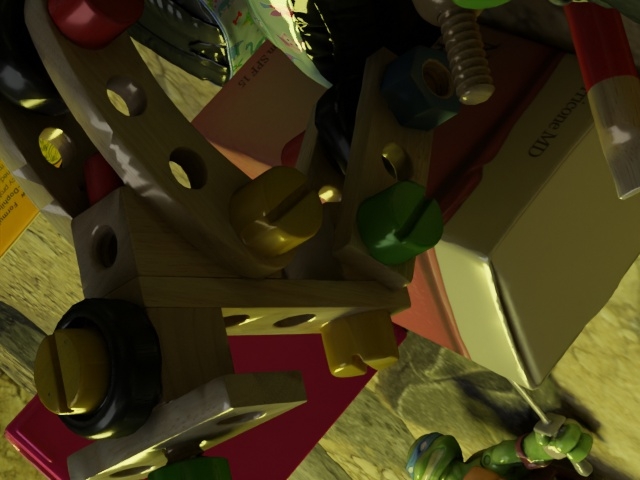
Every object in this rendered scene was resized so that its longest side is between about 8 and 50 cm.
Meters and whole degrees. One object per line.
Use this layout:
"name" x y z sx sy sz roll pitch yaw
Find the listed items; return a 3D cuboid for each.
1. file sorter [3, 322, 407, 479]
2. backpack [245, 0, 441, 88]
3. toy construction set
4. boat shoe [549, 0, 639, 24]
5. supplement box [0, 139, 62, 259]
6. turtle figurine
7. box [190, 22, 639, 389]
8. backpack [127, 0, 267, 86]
"file sorter" -0.113 0.129 1.380 0.202 0.291 0.182 44 162 -6
"backpack" 0.014 -0.162 0.803 0.115 0.152 0.182 54 170 29
"toy construction set" 0.000 0.000 0.698 0.257 0.308 0.237 35 -141 -59
"boat shoe" 0.052 -0.248 0.486 0.156 0.187 0.500 10 149 44
"supplement box" -0.392 -0.162 1.381 0.194 0.195 0.356 21 156 44
"turtle figurine" 0.165 0.246 1.256 0.266 0.198 0.275 31 161 17
"box" 0.063 -0.041 0.921 0.232 0.149 0.127 24 153 37
"backpack" -0.080 -0.165 1.014 0.114 0.084 0.105 38 159 20
